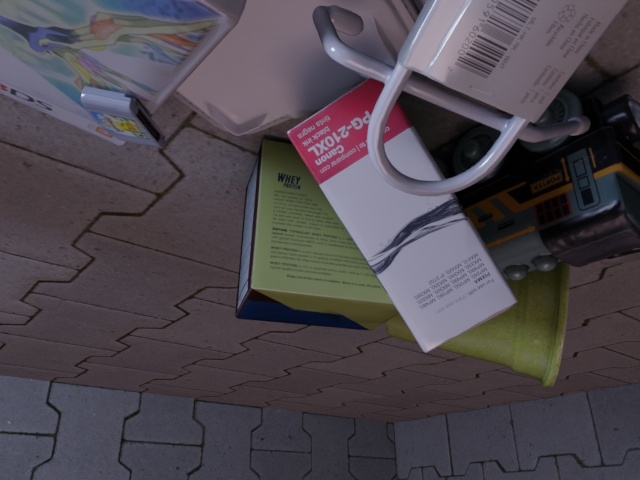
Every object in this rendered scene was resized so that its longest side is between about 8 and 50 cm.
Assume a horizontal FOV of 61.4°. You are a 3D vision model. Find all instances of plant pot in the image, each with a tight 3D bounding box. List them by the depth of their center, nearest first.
[{"bbox_3d":[0.241,0.078,0.869,0.254,0.276,0.276,5,155,17],"label":"plant pot"}]

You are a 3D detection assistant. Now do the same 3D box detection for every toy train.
[{"bbox_3d":[0.232,-0.042,0.662,0.142,0.190,0.334,22,145,-37],"label":"toy train"}]

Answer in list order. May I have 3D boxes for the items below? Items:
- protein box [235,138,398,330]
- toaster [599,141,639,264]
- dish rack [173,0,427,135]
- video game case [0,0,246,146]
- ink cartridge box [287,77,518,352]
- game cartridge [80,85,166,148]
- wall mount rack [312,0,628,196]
[{"bbox_3d":[0.000,0.000,0.723,0.200,0.201,0.136,8,156,-15],"label":"protein box"},{"bbox_3d":[0.442,-0.053,0.734,0.168,0.110,0.186,-15,150,29],"label":"toaster"},{"bbox_3d":[-0.074,-0.210,0.460,0.286,0.072,0.333,-17,150,28],"label":"dish rack"},{"bbox_3d":[-0.253,-0.184,0.406,0.300,0.036,0.329,23,162,-28],"label":"video game case"},{"bbox_3d":[0.076,-0.029,0.545,0.100,0.237,0.172,-32,-174,6],"label":"ink cartridge box"},{"bbox_3d":[-0.184,-0.113,0.503,0.056,0.017,0.083,16,166,10],"label":"game cartridge"},{"bbox_3d":[0.176,-0.186,0.383,0.304,0.130,0.350,15,127,-21],"label":"wall mount rack"}]
